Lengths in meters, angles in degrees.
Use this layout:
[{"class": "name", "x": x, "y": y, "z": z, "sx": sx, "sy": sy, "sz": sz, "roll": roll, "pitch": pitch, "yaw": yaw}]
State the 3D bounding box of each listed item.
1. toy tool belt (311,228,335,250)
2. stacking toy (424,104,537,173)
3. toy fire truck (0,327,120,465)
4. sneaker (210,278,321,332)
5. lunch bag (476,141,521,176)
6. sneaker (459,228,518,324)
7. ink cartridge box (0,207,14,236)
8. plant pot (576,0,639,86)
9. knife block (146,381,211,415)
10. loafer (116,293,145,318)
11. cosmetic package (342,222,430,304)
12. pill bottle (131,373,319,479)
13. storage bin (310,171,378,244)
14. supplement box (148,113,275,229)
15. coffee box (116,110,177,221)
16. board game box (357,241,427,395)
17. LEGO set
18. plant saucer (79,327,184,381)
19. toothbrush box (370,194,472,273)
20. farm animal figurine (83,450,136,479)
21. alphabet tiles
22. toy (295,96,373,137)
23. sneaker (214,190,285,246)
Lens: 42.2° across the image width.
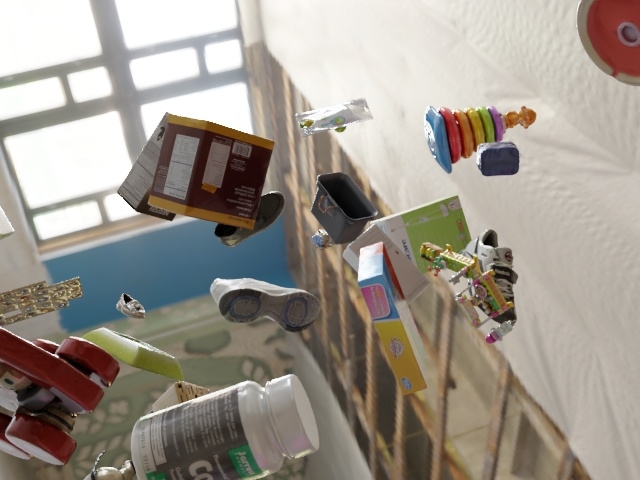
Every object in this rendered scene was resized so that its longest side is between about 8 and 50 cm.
[{"class": "toy tool belt", "x": 0.000, "y": 0.000, "z": 2.095, "sx": 0.083, "sy": 0.051, "sz": 0.052, "roll": 19, "pitch": -37, "yaw": 59}, {"class": "stacking toy", "x": 0.448, "y": -0.313, "z": 2.291, "sx": 0.165, "sy": 0.302, "sz": 0.175, "roll": -105, "pitch": 180, "yaw": -66}, {"class": "toy fire truck", "x": -0.466, "y": 0.197, "z": 1.233, "sx": 0.254, "sy": 0.169, "sz": 0.302, "roll": 42, "pitch": -32, "yaw": -28}, {"class": "sneaker", "x": -0.126, "y": 0.137, "z": 1.969, "sx": 0.129, "sy": 0.297, "sz": 0.111, "roll": 38, "pitch": -73, "yaw": 50}, {"class": "lunch bag", "x": 0.396, "y": -0.183, "z": 1.838, "sx": 0.065, "sy": 0.099, "sz": 0.067, "roll": -88, "pitch": 175, "yaw": -67}, {"class": "sneaker", "x": 0.498, "y": 0.095, "z": 2.369, "sx": 0.146, "sy": 0.123, "sz": 0.330, "roll": -55, "pitch": -147, "yaw": 32}, {"class": "ink cartridge box", "x": -0.828, "y": -0.077, "z": 2.005, "sx": 0.171, "sy": 0.056, "sz": 0.235, "roll": 63, "pitch": -3, "yaw": -6}, {"class": "plant pot", "x": 0.567, "y": -0.390, "z": 1.346, "sx": 0.275, "sy": 0.243, "sz": 0.275, "roll": 40, "pitch": -26, "yaw": 24}, {"class": "knife block", "x": -0.443, "y": 0.505, "z": 2.422, "sx": 0.275, "sy": 0.242, "sz": 0.088, "roll": 46, "pitch": 24, "yaw": -67}, {"class": "loafer", "x": -0.444, "y": 0.153, "z": 1.942, "sx": 0.125, "sy": 0.045, "sz": 0.039, "roll": 13, "pitch": -87, "yaw": 54}, {"class": "cosmetic package", "x": 0.183, "y": 0.079, "z": 2.309, "sx": 0.231, "sy": 0.117, "sz": 0.085, "roll": 46, "pitch": -22, "yaw": 8}, {"class": "pill bottle", "x": -0.200, "y": 0.422, "z": 1.775, "sx": 0.204, "sy": 0.361, "sz": 0.204, "roll": -20, "pitch": 90, "yaw": -84}, {"class": "storage bin", "x": 0.035, "y": -0.059, "z": 1.690, "sx": 0.135, "sy": 0.098, "sz": 0.091, "roll": 52, "pitch": -44, "yaw": 30}, {"class": "supplement box", "x": -0.223, "y": -0.140, "z": 1.715, "sx": 0.129, "sy": 0.191, "sz": 0.194, "roll": 17, "pitch": -86, "yaw": 42}, {"class": "coffee box", "x": -0.381, "y": -0.183, "z": 2.087, "sx": 0.098, "sy": 0.246, "sz": 0.141, "roll": 40, "pitch": 12, "yaw": 31}, {"class": "board game box", "x": 0.180, "y": 0.189, "z": 2.067, "sx": 0.242, "sy": 0.064, "sz": 0.316, "roll": -77, "pitch": 146, "yaw": -70}, {"class": "LEGO set", "x": 0.307, "y": 0.106, "z": 1.829, "sx": 0.287, "sy": 0.107, "sz": 0.132, "roll": 49, "pitch": -28, "yaw": 19}, {"class": "plant saucer", "x": -0.423, "y": 0.256, "z": 1.903, "sx": 0.188, "sy": 0.045, "sz": 0.188, "roll": 18, "pitch": -10, "yaw": 34}, {"class": "toothbrush box", "x": 0.333, "y": -0.008, "z": 2.693, "sx": 0.122, "sy": 0.283, "sz": 0.206, "roll": -9, "pitch": -80, "yaw": 67}, {"class": "farm animal figurine", "x": -0.346, "y": 0.555, "z": 1.567, "sx": 0.326, "sy": 0.330, "sz": 0.172, "roll": 54, "pitch": -1, "yaw": -4}, {"class": "alphabet tiles", "x": -0.714, "y": 0.150, "z": 2.070, "sx": 0.198, "sy": 0.237, "sz": 0.009, "roll": 112, "pitch": -43, "yaw": -62}, {"class": "toy", "x": 0.047, "y": -0.389, "z": 2.719, "sx": 0.136, "sy": 0.238, "sz": 0.056, "roll": -105, "pitch": -176, "yaw": -47}, {"class": "sneaker", "x": -0.193, "y": -0.063, "z": 2.316, "sx": 0.083, "sy": 0.222, "sz": 0.118, "roll": 51, "pitch": -1, "yaw": 9}]
